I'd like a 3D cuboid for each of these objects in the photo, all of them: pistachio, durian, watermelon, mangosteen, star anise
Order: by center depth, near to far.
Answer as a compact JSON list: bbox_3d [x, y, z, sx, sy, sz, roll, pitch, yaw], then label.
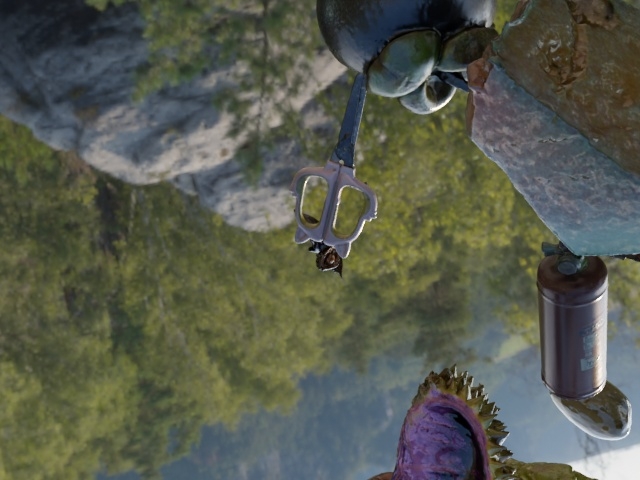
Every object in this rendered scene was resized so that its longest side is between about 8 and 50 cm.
[{"bbox_3d":[0.287,-0.125,0.883,0.264,0.302,0.151,-59,-178,-36],"label":"watermelon"},{"bbox_3d":[0.155,0.284,1.020,0.153,0.261,0.186,18,-171,18],"label":"durian"},{"bbox_3d":[0.109,-0.269,1.045,0.242,0.243,0.243,-15,166,-4],"label":"mangosteen"},{"bbox_3d":[0.548,0.330,1.761,0.126,0.185,0.108,-50,-177,40],"label":"pistachio"},{"bbox_3d":[0.003,-0.002,1.818,0.053,0.157,0.212,-30,-162,15],"label":"star anise"}]

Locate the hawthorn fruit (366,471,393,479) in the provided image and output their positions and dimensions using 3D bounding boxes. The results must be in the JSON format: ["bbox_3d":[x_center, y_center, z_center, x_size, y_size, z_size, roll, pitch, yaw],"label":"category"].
[{"bbox_3d":[0.099,0.428,1.344,0.132,0.133,0.138,-12,139,-18],"label":"hawthorn fruit"}]

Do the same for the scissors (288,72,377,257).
[{"bbox_3d":[0.037,-0.128,1.467,0.160,0.318,0.024,18,-159,10],"label":"scissors"}]

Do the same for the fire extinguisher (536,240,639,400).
[{"bbox_3d":[0.406,0.100,1.330,0.147,0.107,0.337,1,133,17],"label":"fire extinguisher"}]

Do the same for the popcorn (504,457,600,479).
[{"bbox_3d":[0.396,0.531,1.552,0.246,0.282,0.282,14,159,-10],"label":"popcorn"}]
